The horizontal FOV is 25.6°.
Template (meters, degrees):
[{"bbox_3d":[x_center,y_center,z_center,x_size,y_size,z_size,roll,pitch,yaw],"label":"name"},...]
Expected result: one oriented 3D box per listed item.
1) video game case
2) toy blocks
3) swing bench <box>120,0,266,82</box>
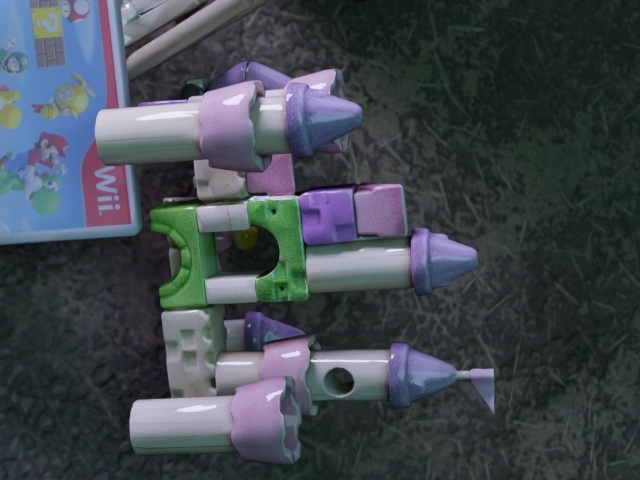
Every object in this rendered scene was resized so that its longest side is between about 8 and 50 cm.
[{"bbox_3d":[-0.290,-0.095,1.095,0.285,0.025,0.204,-4,100,3],"label":"video game case"},{"bbox_3d":[0.000,0.000,1.125,0.260,0.309,0.288,-4,99,10],"label":"toy blocks"},{"bbox_3d":[-0.218,-0.241,1.162,0.255,0.165,0.253,-29,98,7],"label":"swing bench"}]
